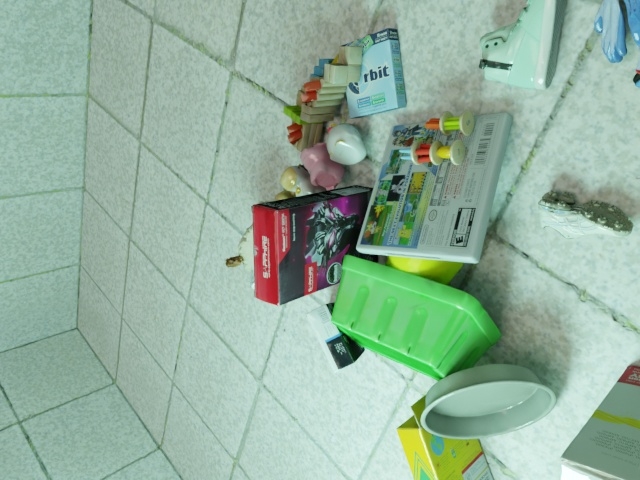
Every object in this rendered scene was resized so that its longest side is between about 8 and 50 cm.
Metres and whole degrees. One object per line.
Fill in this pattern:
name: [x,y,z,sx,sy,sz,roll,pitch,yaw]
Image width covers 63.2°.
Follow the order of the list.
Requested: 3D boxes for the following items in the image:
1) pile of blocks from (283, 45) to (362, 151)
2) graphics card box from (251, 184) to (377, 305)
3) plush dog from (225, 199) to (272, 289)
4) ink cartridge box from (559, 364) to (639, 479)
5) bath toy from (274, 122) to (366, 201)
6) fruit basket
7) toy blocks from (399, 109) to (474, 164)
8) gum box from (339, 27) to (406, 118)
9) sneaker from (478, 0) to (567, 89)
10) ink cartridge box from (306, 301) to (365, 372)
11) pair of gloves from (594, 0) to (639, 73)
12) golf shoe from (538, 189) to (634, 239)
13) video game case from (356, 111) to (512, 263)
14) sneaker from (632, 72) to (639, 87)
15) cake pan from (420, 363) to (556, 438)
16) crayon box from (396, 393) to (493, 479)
pile of blocks: [-0.026,-0.379,1.366,0.149,0.112,0.362,61,143,20]
graphics card box: [0.000,0.000,1.306,0.094,0.370,0.233,14,111,42]
plush dog: [-0.154,0.018,1.576,0.210,0.225,0.263,-24,94,21]
ink cartridge box: [0.545,0.422,0.881,0.160,0.384,0.280,8,107,43]
bath toy: [-0.001,-0.200,1.433,0.151,0.129,0.348,27,136,-17]
fruit basket: [0.239,0.104,1.236,0.391,0.283,0.393,-18,51,24]
toy blocks: [0.247,-0.223,1.135,0.148,0.054,0.123,9,75,46]
gum box: [0.129,-0.409,1.292,0.156,0.041,0.185,-1,102,46]
sneaker: [0.380,-0.426,0.997,0.151,0.094,0.256,17,116,34]
ink cartridge box: [0.052,0.254,1.432,0.065,0.332,0.166,-28,81,6]
pair of gloves: [0.498,-0.356,0.853,0.023,0.198,0.159,-18,120,9]
golf shoe: [0.515,-0.035,1.021,0.176,0.069,0.086,29,141,39]
video game case: [0.243,-0.118,1.149,0.299,0.036,0.329,4,72,44]
sneaker: [0.578,-0.344,0.858,0.078,0.067,0.188,41,123,37]
cake pan: [0.363,0.358,1.150,0.293,0.293,0.054,-53,29,40]
crayon box: [0.306,0.520,1.280,0.081,0.202,0.319,-23,84,46]
